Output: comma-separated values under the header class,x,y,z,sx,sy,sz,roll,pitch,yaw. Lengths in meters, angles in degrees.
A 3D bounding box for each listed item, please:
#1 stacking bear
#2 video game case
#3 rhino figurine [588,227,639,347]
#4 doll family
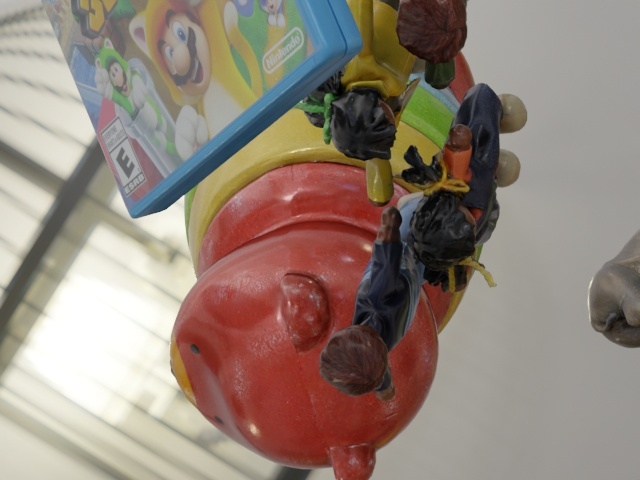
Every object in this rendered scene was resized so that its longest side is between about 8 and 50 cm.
class,x,y,z,sx,sy,sz,roll,pitch,yaw
stacking bear,0.000,0.000,0.918,0.289,0.164,0.175,-84,-14,-60
video game case,-0.054,-0.102,0.526,0.015,0.166,0.119,-17,-10,-35
rhino figurine,0.288,-0.005,1.432,0.243,0.073,0.106,-45,21,-28
doll family,0.032,-0.027,0.686,0.111,0.076,0.193,-67,-32,-59
